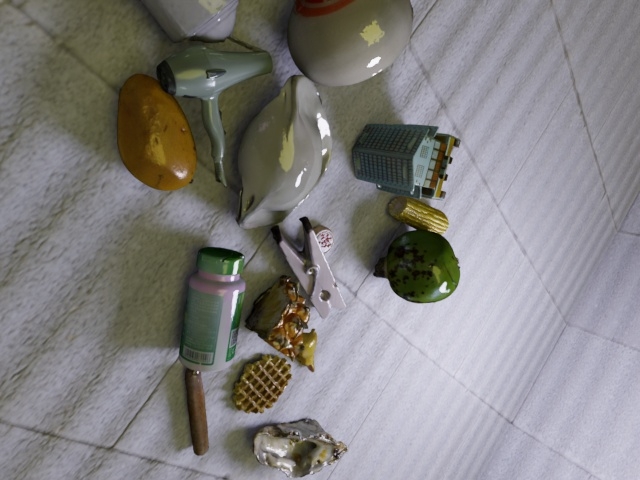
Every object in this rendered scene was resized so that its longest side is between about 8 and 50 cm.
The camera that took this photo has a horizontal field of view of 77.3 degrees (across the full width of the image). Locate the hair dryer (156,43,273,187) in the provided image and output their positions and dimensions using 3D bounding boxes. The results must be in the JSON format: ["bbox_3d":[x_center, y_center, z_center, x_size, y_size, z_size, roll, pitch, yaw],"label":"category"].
[{"bbox_3d":[-0.176,-0.279,0.824,0.229,0.092,0.267,-41,134,-20],"label":"hair dryer"}]

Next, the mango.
[{"bbox_3d":[-0.328,-0.207,0.790,0.147,0.109,0.227,-26,117,-27],"label":"mango"}]

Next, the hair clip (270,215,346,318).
[{"bbox_3d":[-0.020,0.081,1.100,0.101,0.085,0.331,-28,129,-4],"label":"hair clip"}]

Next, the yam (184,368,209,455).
[{"bbox_3d":[-0.319,0.437,1.034,0.046,0.046,0.264,-12,111,-33],"label":"yam"}]

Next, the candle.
[{"bbox_3d":[-0.233,-0.463,0.735,0.187,0.187,0.330,-49,127,-14],"label":"candle"}]

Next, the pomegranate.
[{"bbox_3d":[0.302,0.085,1.264,0.270,0.254,0.254,-3,110,6],"label":"pomegranate"}]

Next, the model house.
[{"bbox_3d":[0.238,-0.227,1.129,0.215,0.224,0.198,6,103,-41],"label":"model house"}]

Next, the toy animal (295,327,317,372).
[{"bbox_3d":[-0.044,0.339,1.192,0.083,0.070,0.159,-69,159,-52],"label":"toy animal"}]

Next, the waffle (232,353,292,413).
[{"bbox_3d":[-0.164,0.410,1.143,0.191,0.038,0.191,-11,111,-32],"label":"waffle"}]

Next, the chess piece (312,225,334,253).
[{"bbox_3d":[0.000,0.000,1.137,0.083,0.038,0.083,-11,109,-35],"label":"chess piece"}]

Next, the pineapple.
[{"bbox_3d":[-0.111,0.204,1.051,0.186,0.236,0.114,-28,122,19],"label":"pineapple"}]

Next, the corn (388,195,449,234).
[{"bbox_3d":[0.330,-0.078,1.316,0.244,0.093,0.093,16,94,-38],"label":"corn"}]

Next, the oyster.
[{"bbox_3d":[-0.067,0.632,1.240,0.341,0.110,0.166,6,95,-34],"label":"oyster"}]

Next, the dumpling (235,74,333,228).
[{"bbox_3d":[-0.073,-0.192,0.950,0.260,0.181,0.341,0,94,-57],"label":"dumpling"}]

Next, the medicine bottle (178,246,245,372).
[{"bbox_3d":[-0.251,0.157,0.943,0.133,0.133,0.274,3,103,-36],"label":"medicine bottle"}]

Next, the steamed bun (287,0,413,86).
[{"bbox_3d":[0.052,-0.483,0.868,0.283,0.283,0.177,-52,143,-11],"label":"steamed bun"}]
